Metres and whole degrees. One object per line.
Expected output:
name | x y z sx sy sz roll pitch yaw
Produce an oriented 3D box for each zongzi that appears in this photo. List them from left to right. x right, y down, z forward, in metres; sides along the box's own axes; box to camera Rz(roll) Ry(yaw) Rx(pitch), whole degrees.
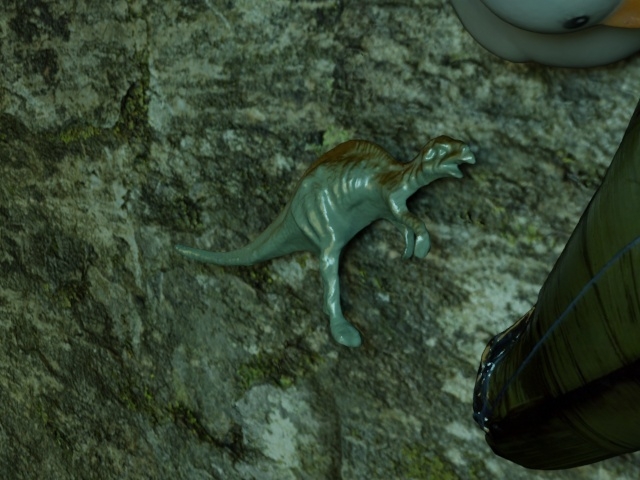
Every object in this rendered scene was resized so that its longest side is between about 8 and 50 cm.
zongzi | 0.230 0.017 0.684 0.286 0.138 0.300 -38 51 50

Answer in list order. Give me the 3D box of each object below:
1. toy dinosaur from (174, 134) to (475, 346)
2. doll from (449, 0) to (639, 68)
toy dinosaur | 0.000 0.000 0.894 0.393 0.092 0.205 0 96 44
doll | 0.169 -0.233 0.630 0.251 0.221 0.221 52 126 28
